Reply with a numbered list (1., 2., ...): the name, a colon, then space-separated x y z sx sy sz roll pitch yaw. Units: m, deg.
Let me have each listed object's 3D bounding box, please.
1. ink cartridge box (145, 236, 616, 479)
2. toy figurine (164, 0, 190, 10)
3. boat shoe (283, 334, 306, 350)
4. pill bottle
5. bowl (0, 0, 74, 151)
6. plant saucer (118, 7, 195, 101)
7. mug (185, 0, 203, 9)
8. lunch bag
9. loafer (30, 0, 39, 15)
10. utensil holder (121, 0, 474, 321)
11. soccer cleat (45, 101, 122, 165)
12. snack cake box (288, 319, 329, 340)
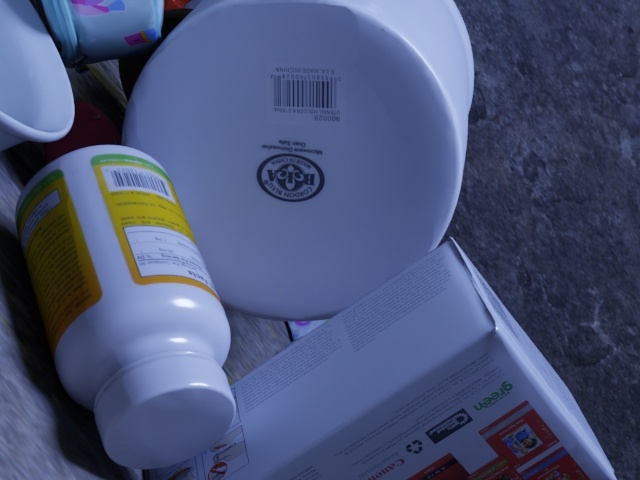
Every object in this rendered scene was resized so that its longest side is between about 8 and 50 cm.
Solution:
1. ink cartridge box: 0.061 0.199 1.001 0.272 0.309 0.130 50 11 -32
2. toy figurine: -0.296 -0.373 1.682 0.213 0.148 0.209 58 16 4
3. boat shoe: -0.004 0.188 1.464 0.183 0.065 0.083 -105 170 -63
4. pill bottle: -0.151 0.052 0.975 0.136 0.136 0.245 43 16 -50
5. bowl: -0.321 -0.160 0.876 0.298 0.134 0.298 53 10 -13
6. plant saucer: -0.125 -0.177 1.539 0.278 0.278 0.041 51 49 -23
7. mug: -0.115 -0.326 1.850 0.328 0.276 0.374 52 -20 43
8. lunch bag: -0.219 -0.286 1.086 0.224 0.108 0.279 -173 -110 -76
9. loafer: -0.322 -0.238 1.135 0.268 0.102 0.092 85 -5 -67
10. utensil holder: -0.008 -0.127 1.243 0.327 0.327 0.385 53 17 -13
11. soccer cleat: -0.197 -0.021 1.198 0.248 0.083 0.095 60 -4 20
12. snack cake box: 0.038 0.099 1.659 0.089 0.152 0.264 52 10 -35
